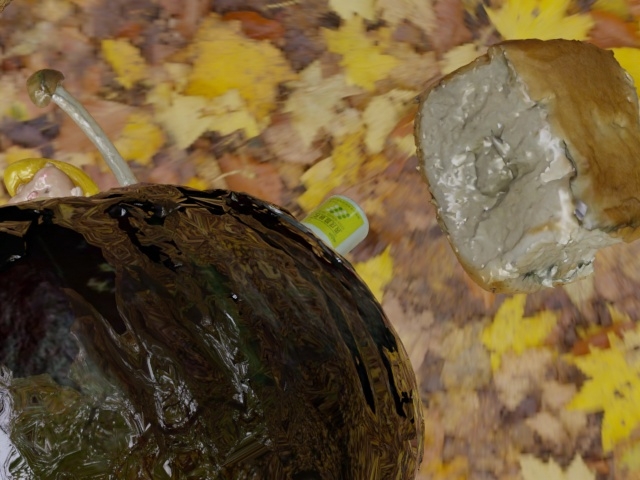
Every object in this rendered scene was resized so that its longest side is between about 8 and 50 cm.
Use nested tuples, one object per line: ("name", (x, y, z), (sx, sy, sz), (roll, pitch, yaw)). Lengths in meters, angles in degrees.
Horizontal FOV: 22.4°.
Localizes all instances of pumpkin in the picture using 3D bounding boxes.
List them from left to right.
("pumpkin", (-0.079, 0.074, 0.513), (0.233, 0.233, 0.163), (-17, 87, 8))

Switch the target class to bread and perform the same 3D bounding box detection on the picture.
("bread", (0.077, -0.025, 0.587), (0.077, 0.070, 0.083), (-34, 70, 43))

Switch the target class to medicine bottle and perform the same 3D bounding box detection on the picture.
("medicine bottle", (0.000, 0.000, 1.366), (0.047, 0.083, 0.047), (26, 137, 28))

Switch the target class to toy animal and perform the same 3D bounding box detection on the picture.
("toy animal", (-0.280, -0.030, 1.585), (0.091, 0.082, 0.114), (40, 111, -16))

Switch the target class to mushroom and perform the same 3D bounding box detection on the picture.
("mushroom", (-0.195, -0.040, 1.594), (0.306, 0.068, 0.043), (57, 141, 4))

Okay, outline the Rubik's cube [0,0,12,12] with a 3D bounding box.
("Rubik's cube", (-0.066, -0.121, 0.374), (0.250, 0.234, 0.284), (-27, 116, -14))
